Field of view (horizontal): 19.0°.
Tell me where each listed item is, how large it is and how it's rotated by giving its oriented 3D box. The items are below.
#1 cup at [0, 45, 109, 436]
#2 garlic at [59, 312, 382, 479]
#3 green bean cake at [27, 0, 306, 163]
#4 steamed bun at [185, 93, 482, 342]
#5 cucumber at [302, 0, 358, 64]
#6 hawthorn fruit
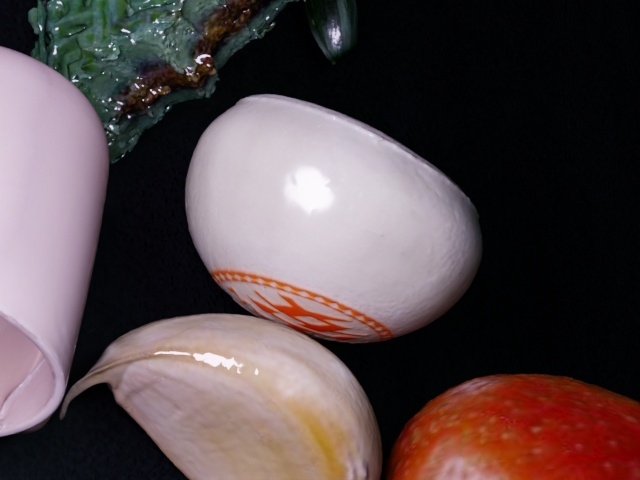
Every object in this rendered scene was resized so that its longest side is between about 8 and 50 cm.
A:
[{"bbox_3d":[-0.226,0.012,1.251,0.253,0.192,0.200,63,30,-47],"label":"cup"},{"bbox_3d":[-0.055,0.136,1.395,0.245,0.145,0.164,43,79,-18],"label":"garlic"},{"bbox_3d":[-0.108,-0.171,1.399,0.107,0.208,0.193,46,36,-55],"label":"green bean cake"},{"bbox_3d":[0.000,0.000,1.436,0.232,0.232,0.145,33,76,-28],"label":"steamed bun"},{"bbox_3d":[0.010,-0.203,1.650,0.048,0.048,0.105,-1,73,-44],"label":"cucumber"},{"bbox_3d":[0.206,0.242,1.420,0.285,0.369,0.284,0,91,-39],"label":"hawthorn fruit"}]
